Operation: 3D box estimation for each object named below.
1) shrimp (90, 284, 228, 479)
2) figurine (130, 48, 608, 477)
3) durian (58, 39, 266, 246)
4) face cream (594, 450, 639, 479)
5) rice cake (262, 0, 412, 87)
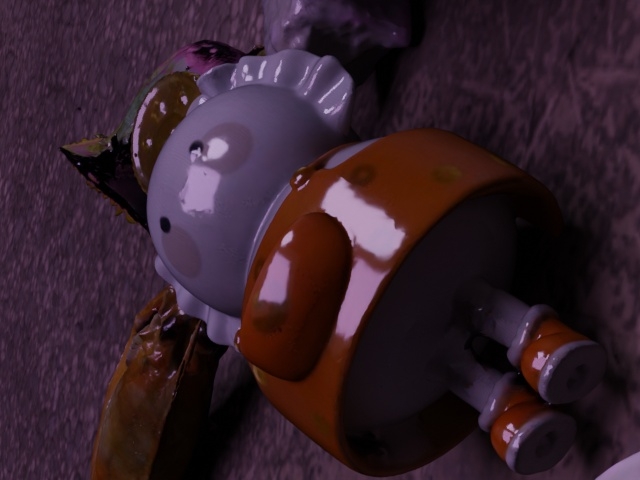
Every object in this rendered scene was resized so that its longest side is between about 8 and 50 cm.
[{"bbox_3d":[-0.094,0.085,1.005,0.249,0.068,0.150,126,149,-53],"label":"shrimp"},{"bbox_3d":[0.008,0.002,0.723,0.271,0.143,0.143,43,120,51],"label":"figurine"},{"bbox_3d":[-0.043,-0.054,0.940,0.108,0.119,0.186,-49,16,-27],"label":"durian"},{"bbox_3d":[0.137,0.202,0.435,0.092,0.092,0.311,-52,38,46],"label":"face cream"},{"bbox_3d":[-0.004,-0.246,0.927,0.064,0.070,0.399,127,144,-53],"label":"rice cake"}]
